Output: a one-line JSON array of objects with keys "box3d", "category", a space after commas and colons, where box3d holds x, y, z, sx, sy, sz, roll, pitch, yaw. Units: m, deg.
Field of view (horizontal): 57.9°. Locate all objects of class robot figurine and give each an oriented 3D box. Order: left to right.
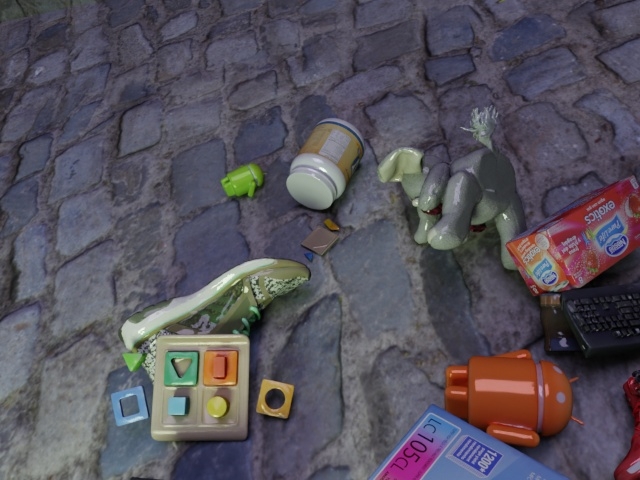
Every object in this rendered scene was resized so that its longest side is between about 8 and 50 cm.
[{"box3d": [-0.198, -0.158, 1.503, 0.115, 0.067, 0.101, -27, 41, -10], "category": "robot figurine"}, {"box3d": [0.321, 0.259, 0.975, 0.219, 0.158, 0.128, 1, 92, 15], "category": "robot figurine"}]

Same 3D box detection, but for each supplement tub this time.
[{"box3d": [0.013, -0.188, 1.426, 0.144, 0.144, 0.200, 13, 54, 23], "category": "supplement tub"}]

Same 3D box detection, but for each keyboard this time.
[{"box3d": [0.573, 0.158, 0.985, 0.317, 0.033, 0.202, -4, 56, -18], "category": "keyboard"}]

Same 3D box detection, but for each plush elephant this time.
[{"box3d": [0.269, -0.098, 1.237, 0.271, 0.255, 0.330, 6, 79, -32], "category": "plush elephant"}]

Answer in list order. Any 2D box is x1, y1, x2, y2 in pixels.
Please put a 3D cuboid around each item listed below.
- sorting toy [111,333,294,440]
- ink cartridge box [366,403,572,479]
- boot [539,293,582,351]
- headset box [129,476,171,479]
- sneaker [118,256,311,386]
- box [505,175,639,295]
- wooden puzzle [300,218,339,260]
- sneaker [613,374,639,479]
[{"box3d": [-0.223, 0.273, 1.077, 0.347, 0.047, 0.196, -1, 79, 1], "category": "sorting toy"}, {"box3d": [0.232, 0.420, 0.717, 0.395, 0.151, 0.270, 21, 51, 42], "category": "ink cartridge box"}, {"box3d": [0.512, 0.163, 1.066, 0.219, 0.082, 0.106, 7, 78, 5], "category": "boot"}, {"box3d": [-0.197, 0.511, 0.882, 0.282, 0.131, 0.246, -1, 49, 14], "category": "headset box"}, {"box3d": [-0.191, 0.180, 1.189, 0.410, 0.158, 0.182, -26, 69, -6], "category": "sneaker"}, {"box3d": [0.505, -0.008, 1.110, 0.256, 0.128, 0.123, -28, 88, -23], "category": "box"}, {"box3d": [0.000, 0.000, 1.355, 0.116, 0.014, 0.078, -40, 48, -21], "category": "wooden puzzle"}, {"box3d": [0.519, 0.302, 0.933, 0.221, 0.087, 0.128, -22, 39, -22], "category": "sneaker"}]
